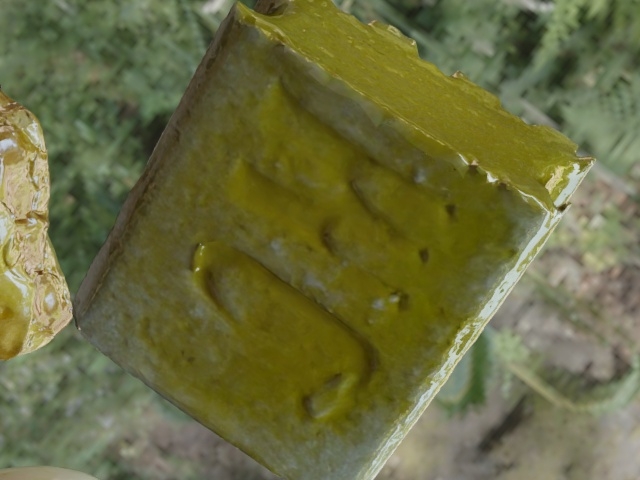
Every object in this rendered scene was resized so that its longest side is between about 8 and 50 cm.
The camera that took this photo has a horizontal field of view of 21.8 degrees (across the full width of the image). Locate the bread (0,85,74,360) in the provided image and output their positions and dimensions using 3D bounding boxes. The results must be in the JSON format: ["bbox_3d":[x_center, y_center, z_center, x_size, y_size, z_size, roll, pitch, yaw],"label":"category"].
[{"bbox_3d":[-0.367,-0.017,1.733,0.149,0.195,0.344,-39,148,-29],"label":"bread"}]

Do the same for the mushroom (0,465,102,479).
[{"bbox_3d":[-0.285,0.340,1.641,0.246,0.246,0.202,-36,140,-63],"label":"mushroom"}]

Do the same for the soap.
[{"bbox_3d":[0.000,0.000,1.305,0.335,0.293,0.156,-57,178,28],"label":"soap"}]
